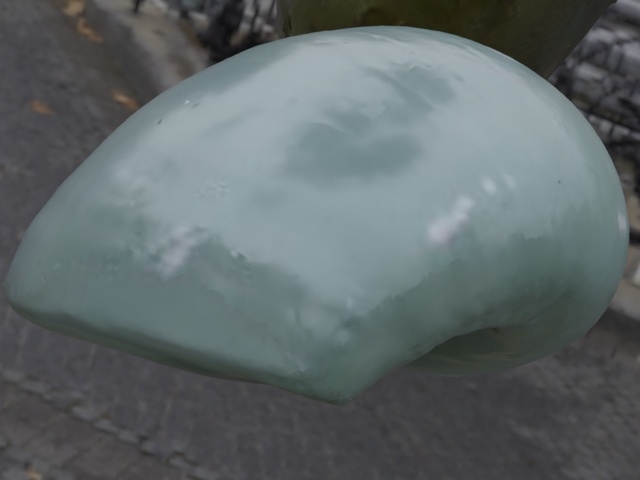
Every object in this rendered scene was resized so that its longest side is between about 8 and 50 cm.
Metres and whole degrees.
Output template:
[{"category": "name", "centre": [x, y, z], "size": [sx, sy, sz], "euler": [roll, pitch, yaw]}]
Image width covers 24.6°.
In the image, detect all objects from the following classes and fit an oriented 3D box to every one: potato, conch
[{"category": "potato", "centre": [0.096, -0.185, 0.842], "size": [0.173, 0.307, 0.210], "euler": [33, -20, 19]}, {"category": "conch", "centre": [-0.001, -0.005, 0.477], "size": [0.185, 0.121, 0.221], "euler": [-19, -9, 26]}]
